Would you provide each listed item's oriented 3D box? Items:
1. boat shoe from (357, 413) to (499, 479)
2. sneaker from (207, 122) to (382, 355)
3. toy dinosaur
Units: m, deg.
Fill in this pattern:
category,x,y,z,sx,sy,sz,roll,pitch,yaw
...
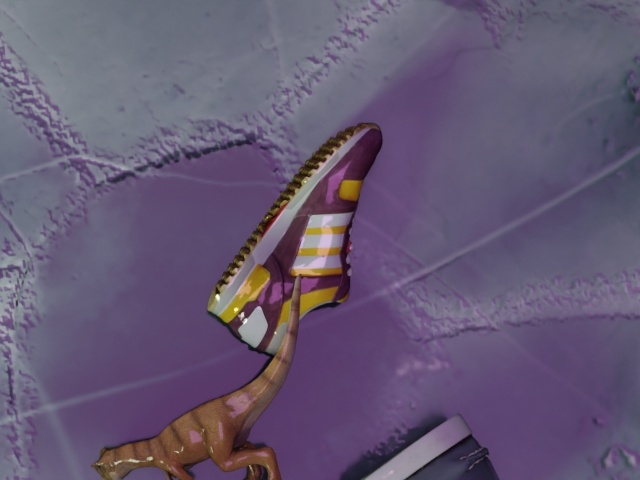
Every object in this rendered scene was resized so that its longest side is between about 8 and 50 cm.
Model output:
category,x,y,z,sx,sy,sz,roll,pitch,yaw
boat shoe,0.001,0.252,1.277,0.319,0.116,0.099,-36,84,-11
sneaker,0.000,0.000,1.328,0.084,0.069,0.185,38,90,-9
toy dinosaur,-0.068,0.134,1.286,0.211,0.064,0.112,-34,104,9
